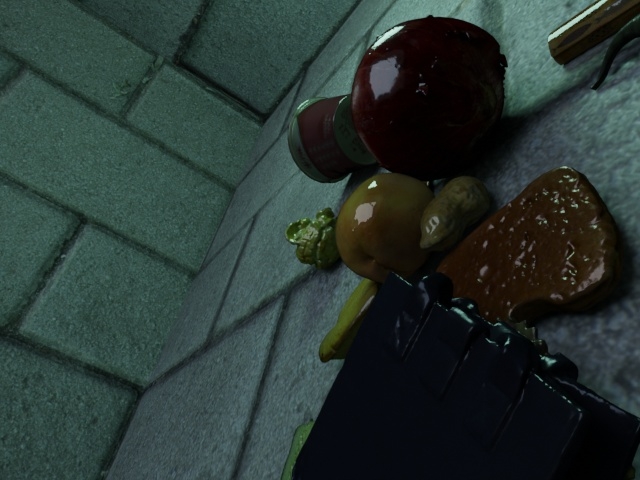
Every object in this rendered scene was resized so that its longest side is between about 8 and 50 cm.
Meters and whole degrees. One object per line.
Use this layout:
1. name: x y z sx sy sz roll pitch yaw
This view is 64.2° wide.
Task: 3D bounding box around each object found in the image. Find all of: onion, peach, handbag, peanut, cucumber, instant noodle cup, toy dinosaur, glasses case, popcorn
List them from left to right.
1. cucumber: -0.006 0.336 0.787 0.116 0.062 0.115 -39 25 61
2. popcorn: 0.000 0.000 1.201 0.141 0.162 0.135 110 145 -64
3. instant noodle cup: 0.059 -0.271 1.315 0.178 0.235 0.234 0 60 57
4. peach: 0.109 -0.018 0.845 0.184 0.184 0.184 -49 21 27
5. onion: 0.182 -0.238 0.869 0.276 0.276 0.276 -49 21 27
6. handbag: 0.112 0.211 0.495 0.329 0.122 0.303 -68 23 7
7. peanut: 0.201 -0.042 0.759 0.174 0.080 0.080 -43 6 -38
8. glasses case: 0.422 -0.336 0.757 0.170 0.041 0.064 -27 37 56
9. toy dinosaur: 0.393 -0.226 0.596 0.179 0.087 0.187 -42 24 37

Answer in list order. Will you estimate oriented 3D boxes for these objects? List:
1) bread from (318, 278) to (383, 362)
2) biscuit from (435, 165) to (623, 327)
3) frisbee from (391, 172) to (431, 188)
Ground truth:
1. bread: 0.066 0.143 0.908 0.187 0.065 0.149 -56 8 19
2. biscuit: 0.237 0.069 0.601 0.277 0.052 0.262 -48 26 30
3. frisbee: 0.142 -0.055 1.065 0.251 0.021 0.250 -49 21 26
